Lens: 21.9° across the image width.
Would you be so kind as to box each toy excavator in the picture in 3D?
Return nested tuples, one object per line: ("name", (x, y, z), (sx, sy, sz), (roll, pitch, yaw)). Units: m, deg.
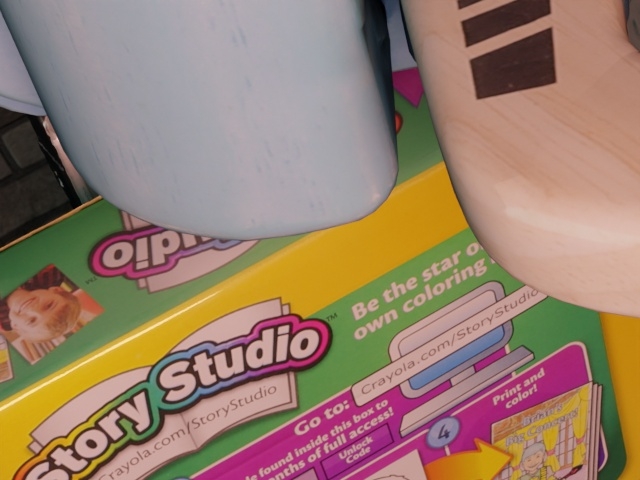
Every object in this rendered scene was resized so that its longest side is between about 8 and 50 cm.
("toy excavator", (0.033, -0.087, 0.532), (0.445, 0.432, 0.222), (-90, -13, -46))

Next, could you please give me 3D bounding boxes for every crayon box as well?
("crayon box", (-0.001, 0.090, 0.832), (0.106, 0.363, 0.313), (49, 163, 47))

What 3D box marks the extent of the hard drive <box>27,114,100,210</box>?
("hard drive", (0.000, 0.000, 0.940), (0.064, 0.237, 0.339), (40, 156, 59))
